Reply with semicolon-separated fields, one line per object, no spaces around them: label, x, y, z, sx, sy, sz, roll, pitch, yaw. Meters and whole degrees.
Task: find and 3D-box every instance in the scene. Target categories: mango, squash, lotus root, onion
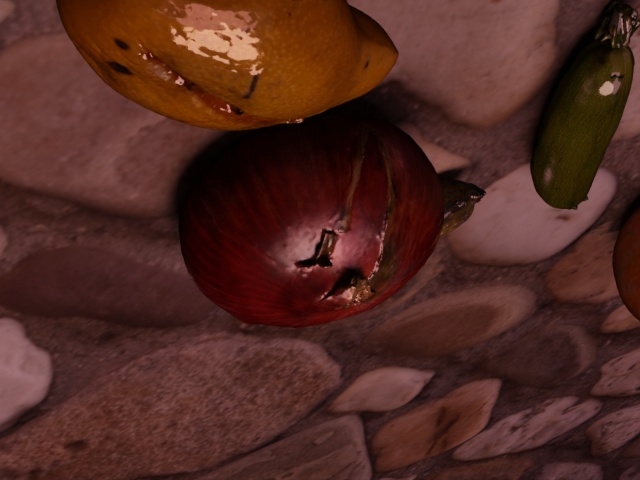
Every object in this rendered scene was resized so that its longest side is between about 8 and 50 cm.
mango;-0.059;-0.140;1.005;0.177;0.120;0.295;-15;157;28
squash;0.248;-0.105;1.420;0.071;0.080;0.318;14;149;6
lotus root;0.117;-0.032;1.457;0.099;0.049;0.054;-28;145;6
onion;-0.005;-0.007;1.297;0.248;0.161;0.248;-5;162;-1

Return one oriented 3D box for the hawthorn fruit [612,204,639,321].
hawthorn fruit;0.452;-0.001;1.676;0.199;0.199;0.251;-9;138;-31
